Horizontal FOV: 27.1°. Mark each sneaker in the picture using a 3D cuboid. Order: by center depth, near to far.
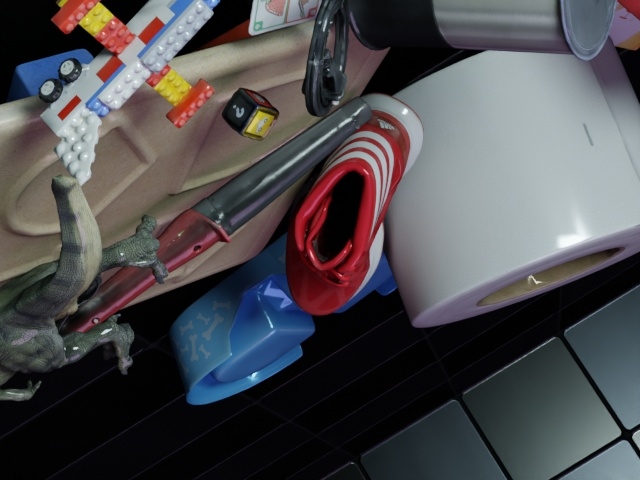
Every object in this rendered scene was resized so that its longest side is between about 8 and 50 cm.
[{"bbox_3d":[0.000,0.000,1.009,0.128,0.087,0.221,-54,166,-47],"label":"sneaker"}]

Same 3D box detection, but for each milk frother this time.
[{"bbox_3d":[0.071,-0.122,0.718,0.135,0.143,0.129,8,168,32],"label":"milk frother"}]

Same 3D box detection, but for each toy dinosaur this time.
[{"bbox_3d":[-0.146,0.039,0.724,0.118,0.064,0.268,-11,158,-43],"label":"toy dinosaur"}]

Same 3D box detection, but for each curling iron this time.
[{"bbox_3d":[-0.078,-0.009,0.847,0.274,0.035,0.068,-32,166,-11],"label":"curling iron"}]

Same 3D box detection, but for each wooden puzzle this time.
[{"bbox_3d":[-0.127,-0.041,0.873,0.348,0.080,0.322,-26,164,-33],"label":"wooden puzzle"}]

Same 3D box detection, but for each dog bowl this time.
[{"bbox_3d":[-0.027,0.054,1.316,0.297,0.074,0.166,-37,163,17],"label":"dog bowl"}]

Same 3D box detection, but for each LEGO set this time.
[{"bbox_3d":[-0.048,-0.133,0.651,0.182,0.060,0.244,-20,141,-33],"label":"LEGO set"}]

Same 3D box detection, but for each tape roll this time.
[{"bbox_3d":[0.161,-0.046,1.110,0.246,0.169,0.246,-19,169,-4],"label":"tape roll"}]

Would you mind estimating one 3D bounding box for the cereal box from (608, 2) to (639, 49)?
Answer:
[{"bbox_3d":[0.257,-0.228,1.046,0.173,0.047,0.240,-42,161,29],"label":"cereal box"}]

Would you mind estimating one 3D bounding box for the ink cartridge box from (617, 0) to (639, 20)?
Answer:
[{"bbox_3d":[0.329,-0.261,0.862,0.197,0.114,0.273,-18,144,-38],"label":"ink cartridge box"}]
